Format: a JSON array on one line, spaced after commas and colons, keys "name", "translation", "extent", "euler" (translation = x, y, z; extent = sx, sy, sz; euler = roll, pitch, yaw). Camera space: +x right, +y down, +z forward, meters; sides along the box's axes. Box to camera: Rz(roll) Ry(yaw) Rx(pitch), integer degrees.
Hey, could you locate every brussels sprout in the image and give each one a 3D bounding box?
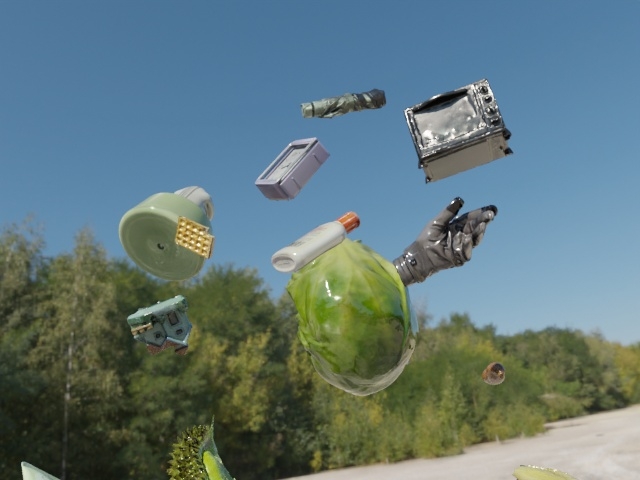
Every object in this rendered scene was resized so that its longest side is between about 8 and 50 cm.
[{"name": "brussels sprout", "translation": [0.106, 0.223, 1.604], "extent": [0.342, 0.425, 0.361], "euler": [-28, 21, -12]}]

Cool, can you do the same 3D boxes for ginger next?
[{"name": "ginger", "translation": [0.620, 0.689, 1.560], "extent": [0.193, 0.122, 0.115], "euler": [-5, -15, 39]}]

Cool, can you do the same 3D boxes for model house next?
[{"name": "model house", "translation": [-0.370, 0.223, 1.392], "extent": [0.148, 0.148, 0.119], "euler": [-24, 9, -17]}]

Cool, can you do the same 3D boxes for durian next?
[{"name": "durian", "translation": [-0.313, 0.675, 1.601], "extent": [0.169, 0.352, 0.158], "euler": [6, -54, -48]}]

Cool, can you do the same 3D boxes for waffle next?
[{"name": "waffle", "translation": [-0.364, -0.010, 1.671], "extent": [0.135, 0.092, 0.021], "euler": [22, 20, 23]}]

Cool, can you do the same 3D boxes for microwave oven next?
[{"name": "microwave oven", "translation": [0.366, -0.289, 1.546], "extent": [0.247, 0.178, 0.188], "euler": [-19, -19, 13]}]

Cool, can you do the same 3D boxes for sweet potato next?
[{"name": "sweet potato", "translation": [0.511, 0.394, 1.693], "extent": [0.058, 0.055, 0.202], "euler": [-5, -21, 3]}]

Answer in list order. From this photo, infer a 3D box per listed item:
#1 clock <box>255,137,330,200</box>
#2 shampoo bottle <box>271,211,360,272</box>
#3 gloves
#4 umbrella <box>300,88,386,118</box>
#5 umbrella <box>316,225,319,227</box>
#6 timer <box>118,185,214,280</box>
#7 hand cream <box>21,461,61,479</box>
[{"name": "clock", "translation": [-0.081, -0.204, 1.655], "extent": [0.073, 0.193, 0.145], "euler": [49, -21, -25]}, {"name": "shampoo bottle", "translation": [0.000, 0.000, 1.233], "extent": [0.221, 0.051, 0.108], "euler": [-32, 11, -36]}, {"name": "gloves", "translation": [0.286, 0.002, 1.337], "extent": [0.285, 0.142, 0.119], "euler": [-35, -8, 28]}, {"name": "umbrella", "translation": [0.051, -0.293, 1.240], "extent": [0.188, 0.050, 0.046], "euler": [-10, -60, -13]}, {"name": "umbrella", "translation": [0.046, 0.065, 2.077], "extent": [0.044, 0.269, 0.044], "euler": [-19, 18, 44]}, {"name": "timer", "translation": [-0.462, -0.067, 1.913], "extent": [0.291, 0.315, 0.290], "euler": [9, -53, 11]}, {"name": "hand cream", "translation": [-0.344, 0.406, 0.792], "extent": [0.147, 0.093, 0.306], "euler": [45, -13, -26]}]
